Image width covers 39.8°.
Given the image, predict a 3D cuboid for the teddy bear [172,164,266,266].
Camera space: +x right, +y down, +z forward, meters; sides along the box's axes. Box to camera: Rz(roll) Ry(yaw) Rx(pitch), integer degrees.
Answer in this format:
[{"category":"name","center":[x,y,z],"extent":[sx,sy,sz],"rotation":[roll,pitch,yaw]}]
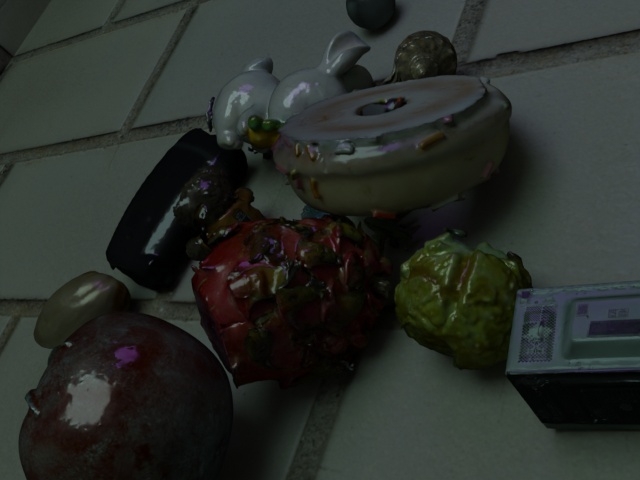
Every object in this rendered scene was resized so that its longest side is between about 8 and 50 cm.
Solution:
[{"category":"teddy bear","center":[-0.177,-0.038,1.590],"extent":[0.140,0.190,0.177],"rotation":[2,52,51]}]

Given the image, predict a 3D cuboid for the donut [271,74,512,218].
[{"category":"donut","center":[0.110,-0.145,1.362],"extent":[0.382,0.143,0.383],"rotation":[-11,20,4]}]

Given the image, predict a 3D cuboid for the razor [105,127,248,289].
[{"category":"razor","center":[-0.295,-0.069,1.788],"extent":[0.204,0.113,0.349],"rotation":[16,67,46]}]

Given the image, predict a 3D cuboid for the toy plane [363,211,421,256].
[{"category":"toy plane","center":[0.112,-0.016,1.424],"extent":[0.111,0.040,0.102],"rotation":[18,68,50]}]

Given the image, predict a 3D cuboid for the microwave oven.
[{"category":"microwave oven","center":[0.333,0.133,0.989],"extent":[0.208,0.162,0.123],"rotation":[-8,51,33]}]

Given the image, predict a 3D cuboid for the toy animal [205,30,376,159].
[{"category":"toy animal","center":[-0.048,-0.254,1.673],"extent":[0.309,0.183,0.247],"rotation":[-9,50,37]}]

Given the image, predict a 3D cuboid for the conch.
[{"category":"conch","center":[0.165,-0.306,1.573],"extent":[0.155,0.130,0.207],"rotation":[-19,19,7]}]

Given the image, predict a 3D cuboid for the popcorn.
[{"category":"popcorn","center":[0.193,0.070,1.174],"extent":[0.197,0.198,0.212],"rotation":[-9,17,38]}]

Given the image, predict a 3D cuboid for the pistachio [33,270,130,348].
[{"category":"pistachio","center":[-0.467,0.143,1.740],"extent":[0.215,0.144,0.144],"rotation":[-39,38,17]}]

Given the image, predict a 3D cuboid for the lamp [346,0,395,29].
[{"category":"lamp","center":[0.103,-0.486,1.815],"extent":[0.105,0.105,0.105],"rotation":[-25,42,24]}]

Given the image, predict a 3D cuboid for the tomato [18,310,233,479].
[{"category":"tomato","center":[-0.271,0.256,1.242],"extent":[0.282,0.317,0.317],"rotation":[15,61,8]}]

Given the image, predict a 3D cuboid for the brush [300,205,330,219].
[{"category":"brush","center":[0.000,0.000,1.528],"extent":[0.070,0.021,0.196],"rotation":[-29,41,22]}]

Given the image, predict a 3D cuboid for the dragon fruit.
[{"category":"dragon fruit","center":[-0.038,0.070,1.318],"extent":[0.291,0.250,0.269],"rotation":[-26,43,-14]}]
